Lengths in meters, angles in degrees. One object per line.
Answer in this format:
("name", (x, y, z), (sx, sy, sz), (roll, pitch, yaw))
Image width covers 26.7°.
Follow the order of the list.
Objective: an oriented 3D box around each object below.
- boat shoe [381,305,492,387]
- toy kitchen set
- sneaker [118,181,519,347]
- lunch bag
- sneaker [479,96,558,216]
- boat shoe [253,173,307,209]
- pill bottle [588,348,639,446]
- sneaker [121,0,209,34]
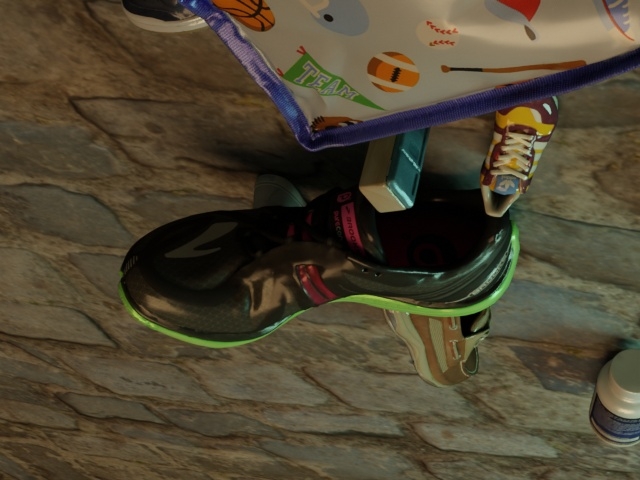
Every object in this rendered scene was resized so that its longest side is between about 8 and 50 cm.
("boat shoe", (0.177, 0.114, 1.825), (0.116, 0.123, 0.324), (-10, 154, 17))
("toy kitchen set", (0.095, -0.141, 1.408), (0.166, 0.122, 0.207), (-6, 145, 33))
("sneaker", (0.000, 0.000, 1.586), (0.483, 0.185, 0.202), (-8, 150, -10))
("lunch bag", (0.128, -0.273, 0.953), (0.385, 0.328, 0.239), (-6, 143, 37))
("sneaker", (0.215, -0.096, 1.470), (0.069, 0.084, 0.185), (12, 152, 6))
("boat shoe", (-0.030, -0.013, 1.754), (0.066, 0.063, 0.184), (-2, 147, 28))
("pill bottle", (0.436, 0.220, 1.914), (0.094, 0.094, 0.169), (10, 151, 10))
("sneaker", (-0.093, -0.288, 1.259), (0.282, 0.099, 0.153), (-9, 149, 25))
